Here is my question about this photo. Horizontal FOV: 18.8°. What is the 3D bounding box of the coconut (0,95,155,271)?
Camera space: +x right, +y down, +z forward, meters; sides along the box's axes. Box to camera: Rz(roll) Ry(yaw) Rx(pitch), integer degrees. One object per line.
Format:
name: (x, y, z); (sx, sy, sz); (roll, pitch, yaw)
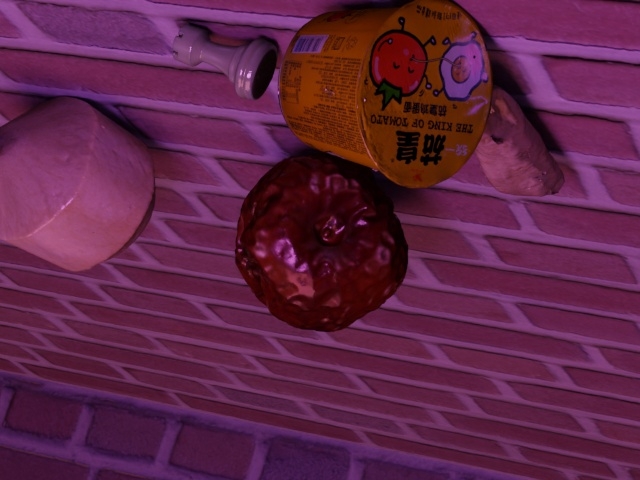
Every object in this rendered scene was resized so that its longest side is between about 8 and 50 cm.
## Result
coconut: (-0.323, -0.075, 2.396); (0.202, 0.202, 0.222); (1, 159, 42)

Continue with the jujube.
jujube: (0.000, 0.000, 2.301); (0.213, 0.213, 0.232); (20, 168, -8)

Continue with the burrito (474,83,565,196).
burrito: (0.187, -0.111, 2.020); (0.087, 0.060, 0.226); (4, 159, 24)

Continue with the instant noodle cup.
instant noodle cup: (0.055, -0.149, 1.874); (0.144, 0.182, 0.182); (13, 165, 47)

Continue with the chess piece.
chess piece: (-0.104, -0.194, 2.053); (0.103, 0.067, 0.067); (22, 164, 16)
